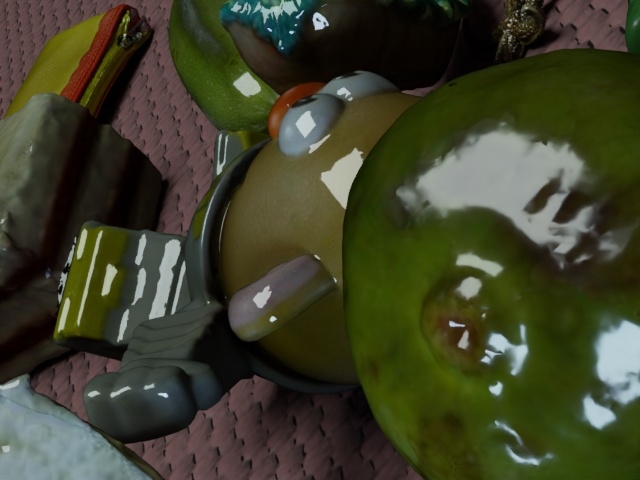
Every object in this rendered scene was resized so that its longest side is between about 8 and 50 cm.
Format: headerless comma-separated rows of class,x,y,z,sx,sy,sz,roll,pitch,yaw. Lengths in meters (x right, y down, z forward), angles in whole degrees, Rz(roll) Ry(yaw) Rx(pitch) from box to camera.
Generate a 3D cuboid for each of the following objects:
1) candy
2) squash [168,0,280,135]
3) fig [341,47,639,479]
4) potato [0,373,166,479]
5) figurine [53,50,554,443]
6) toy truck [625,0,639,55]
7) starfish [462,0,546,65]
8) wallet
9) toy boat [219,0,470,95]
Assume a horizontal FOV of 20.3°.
candy,-0.280,0.022,1.467,0.321,0.135,0.179,-27,34,41
squash,-0.074,-0.155,1.408,0.094,0.094,0.341,-47,29,12
fig,0.122,0.013,0.786,0.203,0.203,0.225,-33,-7,34
potato,-0.116,0.195,0.917,0.264,0.189,0.211,104,175,-78
figurine,0.001,0.000,0.985,0.285,0.167,0.342,-8,46,60
toy truck,0.226,-0.191,0.944,0.125,0.101,0.242,-39,29,51
starfish,0.120,-0.141,1.132,0.078,0.028,0.091,-40,26,35
wallet,-0.252,-0.115,1.676,0.141,0.067,0.241,-21,39,45
toy boat,0.036,-0.137,1.099,0.108,0.099,0.293,-10,7,25
